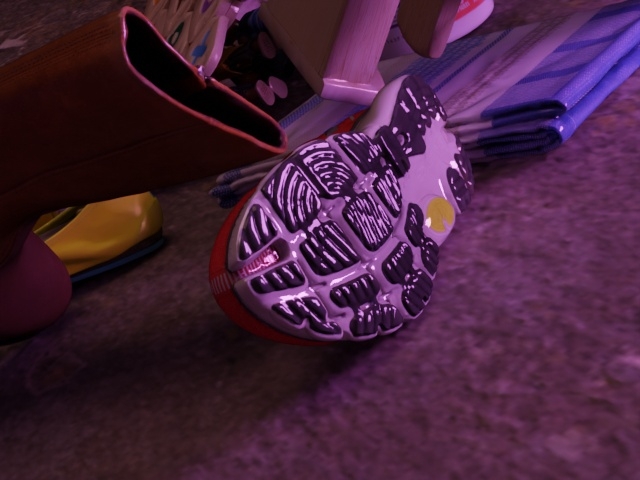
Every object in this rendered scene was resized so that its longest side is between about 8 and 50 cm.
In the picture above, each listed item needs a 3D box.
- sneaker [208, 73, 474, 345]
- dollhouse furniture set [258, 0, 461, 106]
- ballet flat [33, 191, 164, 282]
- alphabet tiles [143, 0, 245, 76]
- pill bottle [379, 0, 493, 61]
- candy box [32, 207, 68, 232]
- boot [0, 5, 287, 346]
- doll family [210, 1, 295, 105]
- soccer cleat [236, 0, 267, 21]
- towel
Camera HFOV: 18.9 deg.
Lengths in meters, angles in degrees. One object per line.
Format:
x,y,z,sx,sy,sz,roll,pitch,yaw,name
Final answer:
0.000,0.000,1.047,0.118,0.107,0.279,-28,5,27,sneaker
0.158,-0.168,1.239,0.303,0.198,0.286,6,27,-24,dollhouse furniture set
-0.220,0.015,1.323,0.231,0.077,0.077,-27,18,-3,ballet flat
-0.107,-0.169,1.533,0.284,0.021,0.278,-48,23,36,alphabet tiles
0.050,-0.245,1.494,0.108,0.193,0.108,-24,17,8,pill bottle
-0.250,0.000,1.449,0.206,0.027,0.105,-17,1,30,candy box
-0.146,-0.035,1.136,0.280,0.264,0.096,-18,54,24,boot
-0.063,-0.154,1.614,0.111,0.076,0.193,-19,13,37,doll family
-0.015,-0.245,1.774,0.196,0.068,0.076,-23,14,21,soccer cleat
0.084,-0.091,1.273,0.285,0.034,0.209,-10,21,38,towel
